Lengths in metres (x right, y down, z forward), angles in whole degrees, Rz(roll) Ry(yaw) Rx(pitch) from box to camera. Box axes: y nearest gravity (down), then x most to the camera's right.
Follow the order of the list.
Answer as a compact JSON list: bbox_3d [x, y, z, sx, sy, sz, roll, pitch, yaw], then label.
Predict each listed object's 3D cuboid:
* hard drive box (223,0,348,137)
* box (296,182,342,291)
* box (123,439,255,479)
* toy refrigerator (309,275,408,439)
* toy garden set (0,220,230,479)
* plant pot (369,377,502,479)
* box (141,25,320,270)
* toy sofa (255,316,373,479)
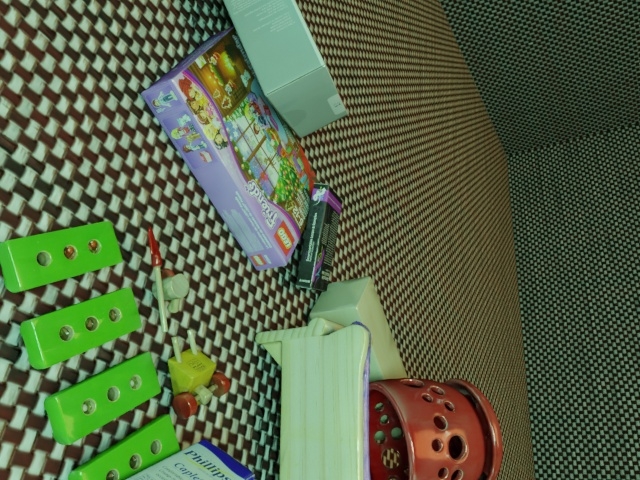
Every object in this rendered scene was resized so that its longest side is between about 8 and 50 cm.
[{"bbox_3d":[-0.058,-0.289,0.797,0.232,0.089,0.181,67,8,11],"label":"hard drive box"},{"bbox_3d":[0.000,0.000,0.888,0.116,0.029,0.162,34,64,-75],"label":"box"},{"bbox_3d":[-0.138,0.277,0.512,0.137,0.072,0.126,-4,111,-62],"label":"box"},{"bbox_3d":[0.075,0.207,0.956,0.269,0.094,0.102,69,26,-20],"label":"toy refrigerator"},{"bbox_3d":[-0.195,0.103,0.555,0.204,0.049,0.244,-21,98,-59],"label":"toy garden set"},{"bbox_3d":[0.164,0.302,0.834,0.174,0.191,0.191,0,76,-19],"label":"plant pot"},{"bbox_3d":[-0.105,-0.131,0.792,0.293,0.057,0.200,61,33,-29],"label":"box"},{"bbox_3d":[0.019,0.293,0.731,0.150,0.177,0.362,31,52,-53],"label":"toy sofa"}]
